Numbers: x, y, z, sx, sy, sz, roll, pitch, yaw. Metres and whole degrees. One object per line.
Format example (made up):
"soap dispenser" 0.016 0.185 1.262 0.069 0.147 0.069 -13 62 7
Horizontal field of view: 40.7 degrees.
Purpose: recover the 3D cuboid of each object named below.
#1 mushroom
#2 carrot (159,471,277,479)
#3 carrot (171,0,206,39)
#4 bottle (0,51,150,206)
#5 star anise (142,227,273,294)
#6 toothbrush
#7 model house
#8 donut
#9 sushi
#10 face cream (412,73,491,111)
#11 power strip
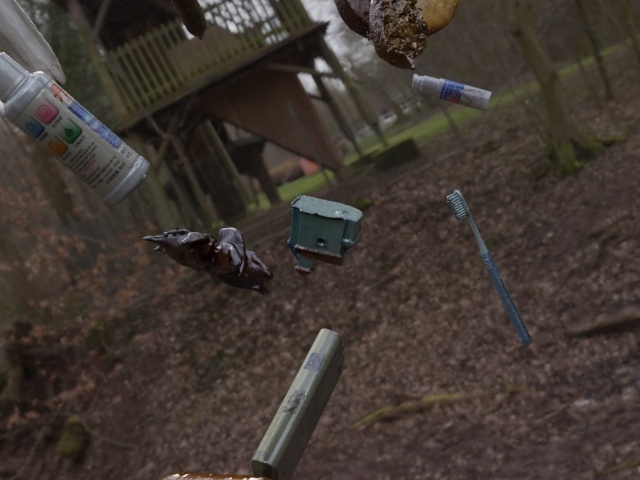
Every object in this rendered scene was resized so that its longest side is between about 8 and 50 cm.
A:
"mushroom" -0.567 -0.374 1.380 0.137 0.407 0.154 -38 12 -4
"carrot" -0.111 0.289 0.962 0.069 0.069 0.336 -33 7 -39
"carrot" -0.288 -0.524 1.646 0.070 0.342 0.070 -14 45 14
"bottle" -0.264 -0.122 0.831 0.060 0.217 0.060 -41 22 20
"star anise" -0.204 0.019 1.664 0.272 0.272 0.103 -13 54 67
"toothbrush" 0.209 0.036 1.060 0.019 0.220 0.016 -33 14 -17
"model house" 0.000 0.000 1.731 0.148 0.149 0.119 15 17 7
"donut" 0.103 -0.362 1.250 0.184 0.166 0.073 -17 -2 -21
"sushi" 0.083 -0.232 0.914 0.061 0.118 0.060 -20 -7 -22
"face cream" 0.211 -0.243 1.405 0.130 0.034 0.034 18 18 9
"power strip" -0.032 0.234 1.113 0.034 0.092 0.268 15 49 17
